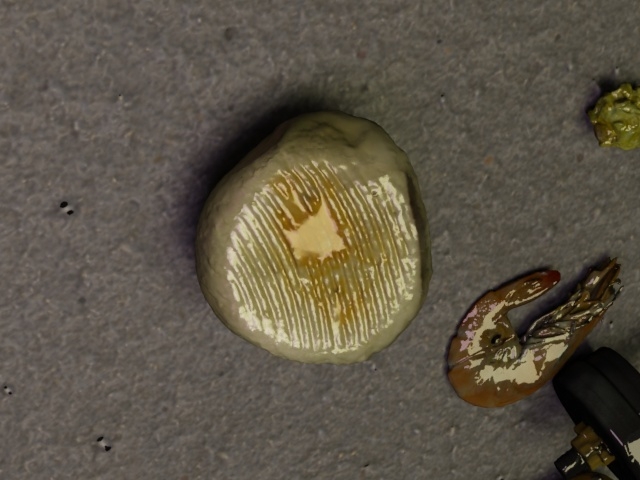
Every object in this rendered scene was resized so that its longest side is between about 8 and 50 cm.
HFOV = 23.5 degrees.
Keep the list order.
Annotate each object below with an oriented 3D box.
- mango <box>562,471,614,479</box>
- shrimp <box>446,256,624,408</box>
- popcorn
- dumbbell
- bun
[{"bbox_3d":[0.272,0.376,1.835,0.237,0.091,0.137,-43,120,-1],"label":"mango"},{"bbox_3d":[0.236,0.089,1.702,0.236,0.053,0.133,-40,106,2],"label":"shrimp"},{"bbox_3d":[0.319,-0.130,1.616,0.068,0.059,0.083,50,62,-9],"label":"popcorn"},{"bbox_3d":[0.424,0.146,1.734,0.388,0.185,0.185,-36,126,-5],"label":"dumbbell"},{"bbox_3d":[0.000,0.000,1.466,0.244,0.153,0.244,-2,110,-5],"label":"bun"}]
